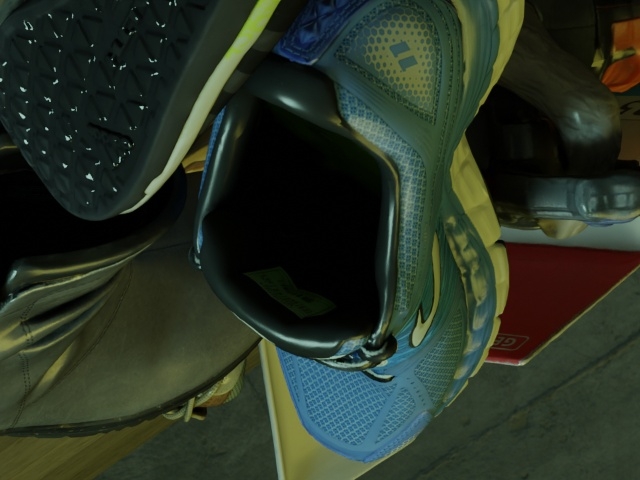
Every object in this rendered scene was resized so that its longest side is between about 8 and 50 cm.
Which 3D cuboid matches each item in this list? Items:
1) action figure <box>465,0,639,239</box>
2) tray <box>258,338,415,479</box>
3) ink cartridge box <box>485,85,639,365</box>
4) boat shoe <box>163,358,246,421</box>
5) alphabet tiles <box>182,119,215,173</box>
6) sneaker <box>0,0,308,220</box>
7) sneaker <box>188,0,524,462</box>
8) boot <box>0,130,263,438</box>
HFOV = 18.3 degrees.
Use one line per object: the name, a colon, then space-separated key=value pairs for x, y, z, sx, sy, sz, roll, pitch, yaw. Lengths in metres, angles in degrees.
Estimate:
action figure: x=0.105 y=-0.110 z=1.045 sx=0.330 sy=0.179 sz=0.341 roll=-22 pitch=-167 yaw=-26
tray: x=0.001 y=0.046 z=1.381 sx=0.030 sy=0.270 sz=0.145 roll=14 pitch=-149 yaw=41
ink cartridge box: x=0.082 y=-0.023 z=1.199 sx=0.296 sy=0.066 sz=0.261 roll=3 pitch=-153 yaw=45
boat shoe: x=-0.096 y=0.062 z=1.381 sx=0.324 sy=0.120 sz=0.122 roll=-30 pitch=174 yaw=-32
alphabet tiles: x=-0.029 y=-0.072 z=1.137 sx=0.284 sy=0.021 sz=0.278 roll=-33 pitch=174 yaw=-4
sneaker: x=-0.037 y=-0.084 z=0.696 sx=0.097 sy=0.084 sz=0.234 roll=-30 pitch=173 yaw=-36
sneaker: x=0.000 y=0.000 z=0.849 sx=0.147 sy=0.129 sz=0.330 roll=-54 pitch=156 yaw=-32
boot: x=-0.106 y=0.014 z=0.904 sx=0.338 sy=0.118 sz=0.222 roll=-24 pitch=169 yaw=-36
